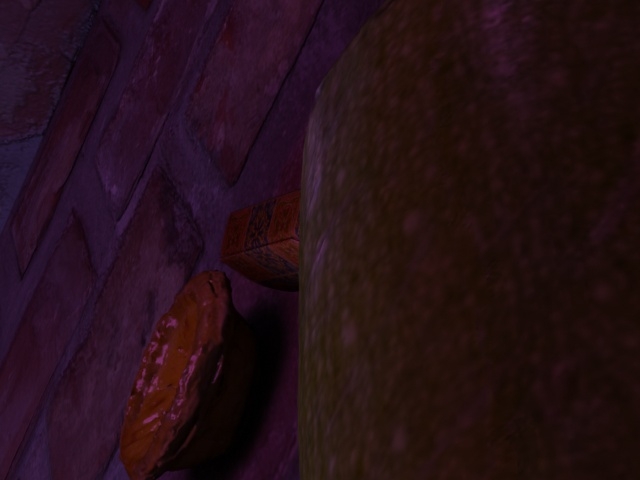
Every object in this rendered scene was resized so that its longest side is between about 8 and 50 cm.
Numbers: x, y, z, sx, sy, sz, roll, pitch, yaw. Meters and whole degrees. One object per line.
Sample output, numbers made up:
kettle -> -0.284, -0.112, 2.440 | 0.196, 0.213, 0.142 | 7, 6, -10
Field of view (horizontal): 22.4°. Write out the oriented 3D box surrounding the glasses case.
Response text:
glasses case -> 0.000, 0.000, 1.156 | 0.218, 0.075, 0.049 | -15, 59, 66

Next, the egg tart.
egg tart -> -0.100, 0.115, 1.299 | 0.191, 0.074, 0.191 | -54, 24, 38

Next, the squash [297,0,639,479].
squash -> 0.122, 0.099, 0.469 | 0.263, 0.263, 0.384 | -54, 24, 35
